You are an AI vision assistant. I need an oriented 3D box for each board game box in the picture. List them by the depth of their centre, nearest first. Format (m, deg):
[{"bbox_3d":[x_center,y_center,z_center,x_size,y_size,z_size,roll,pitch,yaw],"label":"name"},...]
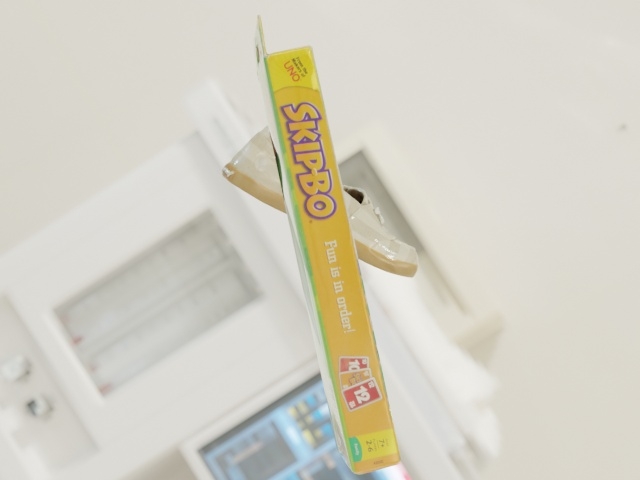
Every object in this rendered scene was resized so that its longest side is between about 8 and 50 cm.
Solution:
[{"bbox_3d":[0.000,0.000,1.042,0.124,0.039,0.259,170,-95,-86],"label":"board game box"}]

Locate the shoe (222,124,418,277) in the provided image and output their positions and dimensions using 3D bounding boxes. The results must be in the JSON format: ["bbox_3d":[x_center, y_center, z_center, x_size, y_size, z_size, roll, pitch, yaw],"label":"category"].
[{"bbox_3d":[0.013,-0.030,1.554,0.219,0.058,0.076,30,1,-35],"label":"shoe"}]
